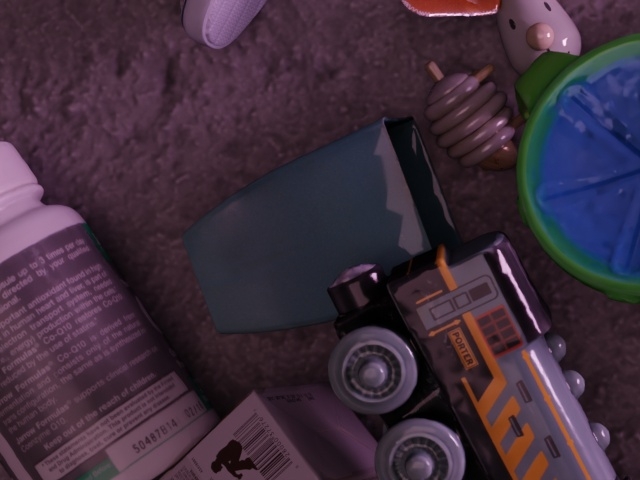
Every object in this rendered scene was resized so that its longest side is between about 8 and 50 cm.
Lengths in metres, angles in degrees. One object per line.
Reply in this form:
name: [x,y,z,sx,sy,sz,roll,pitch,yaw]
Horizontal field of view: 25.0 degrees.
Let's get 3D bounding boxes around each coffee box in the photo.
coffee box: [-0.092,0.278,1.408,0.297,0.168,0.119,-45,70,18]

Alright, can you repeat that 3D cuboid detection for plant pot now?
plant pot: [0.000,0.000,1.408,0.234,0.165,0.166,-21,90,15]

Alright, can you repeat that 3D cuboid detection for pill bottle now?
pill bottle: [-0.278,0.095,1.439,0.204,0.204,0.361,-35,88,11]

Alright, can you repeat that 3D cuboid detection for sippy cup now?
sippy cup: [0.314,-0.040,1.294,0.240,0.224,0.305,-15,70,19]

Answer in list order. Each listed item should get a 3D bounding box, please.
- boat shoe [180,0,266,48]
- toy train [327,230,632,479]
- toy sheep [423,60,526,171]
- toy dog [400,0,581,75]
boat shoe: [-0.075,-0.339,1.436,0.094,0.109,0.302,23,89,23]
toy train: [0.138,0.153,1.249,0.190,0.142,0.334,-27,93,10]
toy sheep: [0.146,-0.122,1.409,0.091,0.091,0.132,-39,92,10]
toy dog: [0.139,-0.314,1.357,0.333,0.161,0.220,38,100,6]
